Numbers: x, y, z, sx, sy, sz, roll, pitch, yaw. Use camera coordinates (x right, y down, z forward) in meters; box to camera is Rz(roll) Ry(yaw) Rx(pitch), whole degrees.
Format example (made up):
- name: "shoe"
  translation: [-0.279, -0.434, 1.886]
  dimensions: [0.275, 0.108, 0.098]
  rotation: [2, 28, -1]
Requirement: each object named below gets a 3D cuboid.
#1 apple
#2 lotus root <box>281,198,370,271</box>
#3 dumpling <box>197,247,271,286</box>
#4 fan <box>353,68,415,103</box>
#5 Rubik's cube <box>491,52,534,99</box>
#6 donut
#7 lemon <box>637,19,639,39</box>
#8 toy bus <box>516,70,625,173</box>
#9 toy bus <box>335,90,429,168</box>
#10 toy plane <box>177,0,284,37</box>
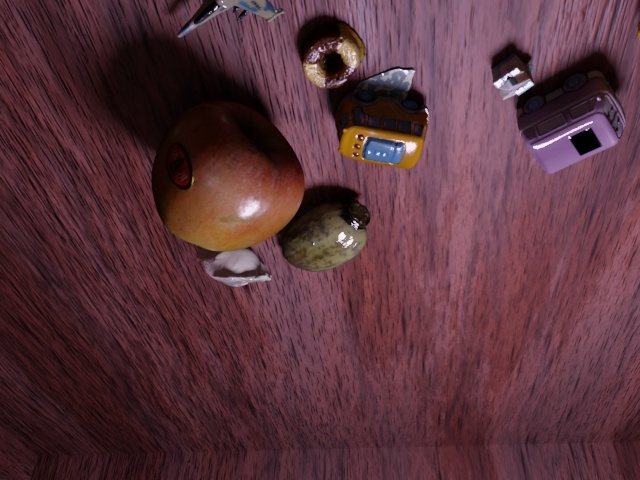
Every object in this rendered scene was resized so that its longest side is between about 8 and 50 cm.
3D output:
- name: "apple"
  translation: [-0.219, -0.132, 1.374]
  dimensions: [0.338, 0.338, 0.305]
  rotation: [31, 119, -30]
- name: "lotus root"
  translation: [0.000, 0.000, 1.677]
  dimensions: [0.173, 0.173, 0.309]
  rotation: [29, 140, -28]
- name: "dumpling"
  translation: [-0.243, 0.079, 1.783]
  dimensions: [0.229, 0.151, 0.124]
  rotation: [15, 111, -14]
- name: "fan"
  translation: [0.128, -0.306, 1.412]
  dimensions: [0.131, 0.009, 0.240]
  rotation: [20, 137, -20]
- name: "Rubik's cube"
  translation: [0.407, -0.338, 1.310]
  dimensions: [0.073, 0.084, 0.075]
  rotation: [34, 147, -27]
- name: "donut"
  translation: [0.024, -0.380, 1.294]
  dimensions: [0.140, 0.059, 0.140]
  rotation: [2, 137, 2]
- name: "lemon"
  translation: [0.683, -0.402, 1.197]
  dimensions: [0.155, 0.114, 0.114]
  rotation: [20, 137, -26]
- name: "toy bus"
  translation: [0.548, -0.254, 1.353]
  dimensions: [0.202, 0.142, 0.142]
  rotation: [-26, 132, 30]
- name: "toy bus"
  translation: [0.134, -0.238, 1.381]
  dimensions: [0.210, 0.136, 0.126]
  rotation: [10, 138, -4]
- name: "toy plane"
  translation: [-0.184, -0.470, 1.183]
  dimensions: [0.262, 0.088, 0.192]
  rotation: [-20, 131, 38]
